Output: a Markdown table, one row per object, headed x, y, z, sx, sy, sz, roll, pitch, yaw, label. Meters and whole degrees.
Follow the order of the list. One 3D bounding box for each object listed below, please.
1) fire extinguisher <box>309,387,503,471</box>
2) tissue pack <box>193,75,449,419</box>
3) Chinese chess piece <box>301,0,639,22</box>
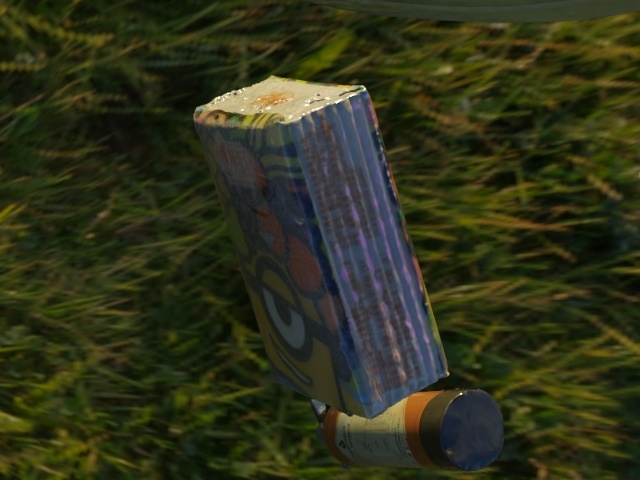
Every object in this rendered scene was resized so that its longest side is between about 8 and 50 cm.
| x | y | z | sx | sy | sz | roll | pitch | yaw | label |
| --- | --- | --- | --- | --- | --- | --- | --- | --- | --- |
| 0.044 | 0.114 | 1.160 | 0.050 | 0.177 | 0.062 | -17 | 95 | -31 | fire extinguisher |
| 0.000 | 0.000 | 0.884 | 0.060 | 0.108 | 0.148 | -23 | 105 | -23 | tissue pack |
| 0.030 | -0.113 | 0.495 | 0.188 | 0.188 | 0.083 | 7 | 80 | -17 | Chinese chess piece |
